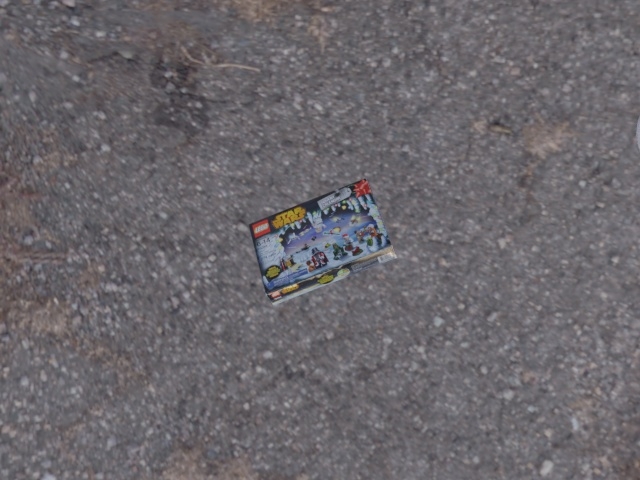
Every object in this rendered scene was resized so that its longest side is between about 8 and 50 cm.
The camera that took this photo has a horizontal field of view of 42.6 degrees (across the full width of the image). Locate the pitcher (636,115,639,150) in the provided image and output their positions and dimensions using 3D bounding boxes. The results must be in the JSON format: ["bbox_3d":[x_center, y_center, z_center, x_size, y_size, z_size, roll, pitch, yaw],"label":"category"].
[{"bbox_3d":[0.258,-0.033,0.493,0.177,0.207,0.125,4,65,2],"label":"pitcher"}]

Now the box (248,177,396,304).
[{"bbox_3d":[0.000,0.000,0.848,0.137,0.094,0.027,-22,143,5],"label":"box"}]
